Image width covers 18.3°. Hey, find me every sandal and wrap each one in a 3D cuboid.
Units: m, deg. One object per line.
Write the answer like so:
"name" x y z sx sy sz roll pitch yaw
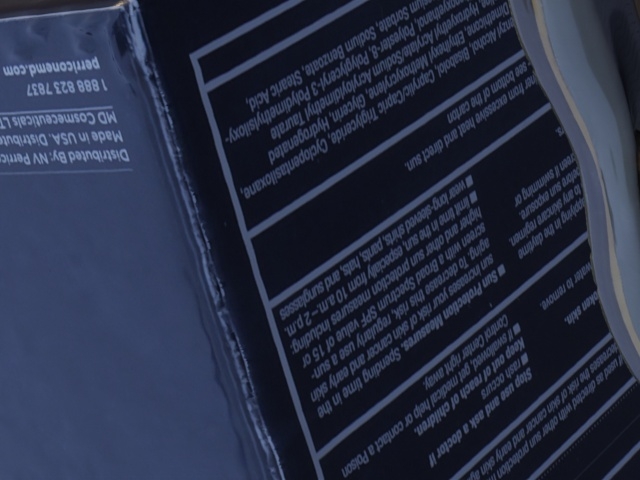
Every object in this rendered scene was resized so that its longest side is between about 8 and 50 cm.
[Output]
"sandal" 0.086 -0.019 0.399 0.049 0.072 0.180 10 143 35

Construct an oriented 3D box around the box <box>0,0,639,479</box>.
"box" 0.000 0.000 0.800 0.183 0.296 0.294 -1 114 41
